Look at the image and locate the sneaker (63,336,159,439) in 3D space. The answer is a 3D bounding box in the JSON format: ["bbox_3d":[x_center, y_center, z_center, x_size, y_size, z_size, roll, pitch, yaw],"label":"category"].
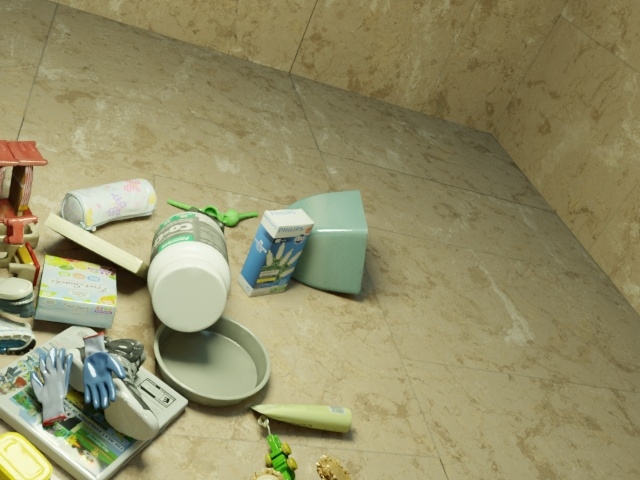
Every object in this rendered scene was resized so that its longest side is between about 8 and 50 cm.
[{"bbox_3d":[-0.407,0.295,1.459,0.268,0.101,0.153,34,34,19],"label":"sneaker"}]

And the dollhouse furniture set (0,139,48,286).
[{"bbox_3d":[-0.756,-0.075,1.750,0.152,0.201,0.374,-5,41,-41],"label":"dollhouse furniture set"}]

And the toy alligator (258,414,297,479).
[{"bbox_3d":[-0.092,0.474,1.539,0.051,0.056,0.190,54,4,-45],"label":"toy alligator"}]

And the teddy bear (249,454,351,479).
[{"bbox_3d":[0.003,0.565,1.409,0.338,0.113,0.245,-1,43,-32],"label":"teddy bear"}]

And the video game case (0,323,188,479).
[{"bbox_3d":[-0.497,0.336,1.469,0.329,0.036,0.300,33,31,12],"label":"video game case"}]

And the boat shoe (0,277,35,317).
[{"bbox_3d":[-0.741,0.120,1.550,0.254,0.079,0.095,6,24,19],"label":"boat shoe"}]

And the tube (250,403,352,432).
[{"bbox_3d":[-0.044,0.417,1.650,0.240,0.070,0.062,13,40,-22],"label":"tube"}]

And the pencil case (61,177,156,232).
[{"bbox_3d":[-0.604,-0.104,1.994,0.124,0.113,0.273,44,35,16],"label":"pencil case"}]

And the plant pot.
[{"bbox_3d":[0.000,0.000,2.161,0.252,0.247,0.248,2,34,-6],"label":"plant pot"}]

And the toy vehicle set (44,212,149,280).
[{"bbox_3d":[-0.569,0.022,1.803,0.267,0.035,0.166,27,-11,3],"label":"toy vehicle set"}]

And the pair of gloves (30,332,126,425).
[{"bbox_3d":[-0.485,0.274,1.381,0.198,0.023,0.159,-18,66,4],"label":"pair of gloves"}]

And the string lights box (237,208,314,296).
[{"bbox_3d":[-0.131,0.035,1.979,0.133,0.260,0.077,-6,42,-41],"label":"string lights box"}]

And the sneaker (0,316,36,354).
[{"bbox_3d":[-0.720,0.198,1.499,0.190,0.071,0.083,14,24,-33],"label":"sneaker"}]

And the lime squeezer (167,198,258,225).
[{"bbox_3d":[-0.331,-0.094,2.235,0.310,0.059,0.110,7,35,-27],"label":"lime squeezer"}]

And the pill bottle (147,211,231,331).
[{"bbox_3d":[-0.331,0.074,1.750,0.204,0.204,0.361,15,16,-16],"label":"pill bottle"}]

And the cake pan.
[{"bbox_3d":[-0.267,0.290,1.688,0.293,0.054,0.293,18,31,-12],"label":"cake pan"}]

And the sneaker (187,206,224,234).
[{"bbox_3d":[-0.358,-0.020,2.069,0.130,0.087,0.227,17,25,-2],"label":"sneaker"}]

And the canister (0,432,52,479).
[{"bbox_3d":[-0.524,0.424,1.177,0.126,0.170,0.073,36,32,17],"label":"canister"}]

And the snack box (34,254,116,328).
[{"bbox_3d":[-0.585,0.122,1.668,0.174,0.070,0.207,11,23,-23],"label":"snack box"}]
